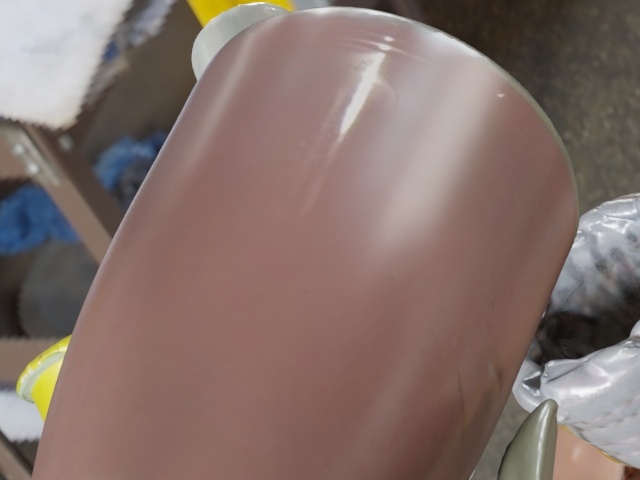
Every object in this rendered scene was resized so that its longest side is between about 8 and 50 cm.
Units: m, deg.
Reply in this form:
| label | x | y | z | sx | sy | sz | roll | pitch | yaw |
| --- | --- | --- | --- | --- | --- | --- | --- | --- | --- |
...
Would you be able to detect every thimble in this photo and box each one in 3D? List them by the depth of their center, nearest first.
| label | x | y | z | sx | sy | sz | roll | pitch | yaw |
| --- | --- | --- | --- | --- | --- | --- | --- | --- | --- |
| thimble | 0.185 | 0.049 | 1.093 | 0.151 | 0.118 | 0.127 | -39 | 38 | 25 |

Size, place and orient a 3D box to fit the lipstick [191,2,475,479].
| label | x | y | z | sx | sy | sz | roll | pitch | yaw |
| --- | --- | --- | --- | --- | --- | --- | --- | --- | --- |
| lipstick | 0.000 | 0.000 | 0.844 | 0.059 | 0.059 | 0.264 | -26 | 50 | 5 |

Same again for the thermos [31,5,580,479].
| label | x | y | z | sx | sy | sz | roll | pitch | yaw |
| --- | --- | --- | --- | --- | --- | --- | --- | --- | --- |
| thermos | -0.009 | 0.064 | 0.601 | 0.176 | 0.146 | 0.265 | 5 | 45 | 21 |

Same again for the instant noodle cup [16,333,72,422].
| label | x | y | z | sx | sy | sz | roll | pitch | yaw |
| --- | --- | --- | --- | --- | --- | --- | --- | --- | --- |
| instant noodle cup | -0.053 | 0.181 | 1.531 | 0.325 | 0.325 | 0.254 | -21 | 77 | 11 |

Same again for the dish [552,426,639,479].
| label | x | y | z | sx | sy | sz | roll | pitch | yaw |
| --- | --- | --- | --- | --- | --- | --- | --- | --- | --- |
| dish | 0.205 | 0.191 | 1.343 | 0.090 | 0.213 | 0.213 | -2 | 49 | 34 |
